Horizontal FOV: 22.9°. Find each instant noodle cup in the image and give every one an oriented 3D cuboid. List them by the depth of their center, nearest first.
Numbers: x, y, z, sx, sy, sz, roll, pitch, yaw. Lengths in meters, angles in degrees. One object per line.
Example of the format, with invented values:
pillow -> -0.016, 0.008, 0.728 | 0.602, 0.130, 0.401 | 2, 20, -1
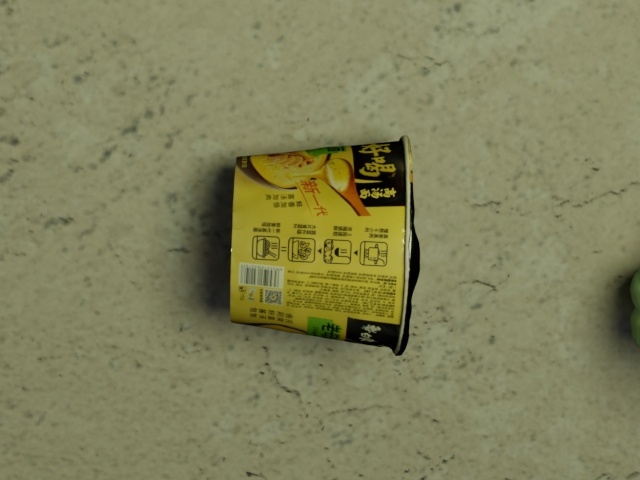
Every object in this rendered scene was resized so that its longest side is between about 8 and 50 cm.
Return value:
instant noodle cup -> 0.000, 0.000, 1.067 | 0.122, 0.151, 0.151 | 4, 109, -4

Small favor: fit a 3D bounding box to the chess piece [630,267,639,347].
chess piece -> 0.328, -0.057, 1.096 | 0.195, 0.194, 0.299 | 4, 100, -13
